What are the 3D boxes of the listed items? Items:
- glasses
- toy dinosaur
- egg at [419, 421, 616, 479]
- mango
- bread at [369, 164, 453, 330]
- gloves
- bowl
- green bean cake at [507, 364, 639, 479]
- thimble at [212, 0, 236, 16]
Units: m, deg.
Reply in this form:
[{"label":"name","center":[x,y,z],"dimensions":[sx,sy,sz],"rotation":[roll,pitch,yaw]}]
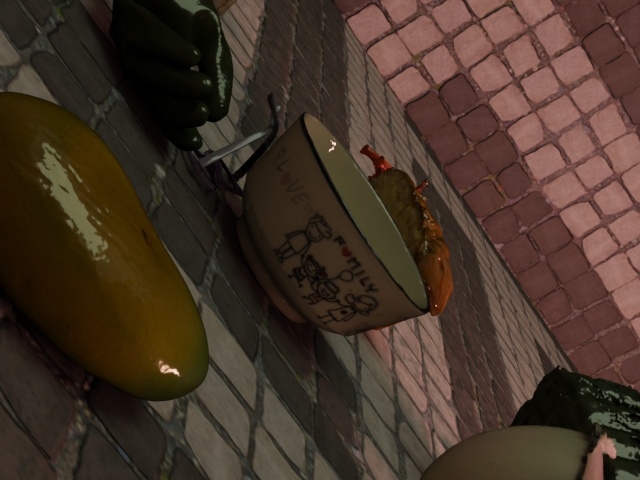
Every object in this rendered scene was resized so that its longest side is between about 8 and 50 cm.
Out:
[{"label":"glasses","center":[-0.071,-0.096,1.471],"dimensions":[0.062,0.104,0.140],"rotation":[58,8,9]},{"label":"toy dinosaur","center":[0.071,-0.077,1.936],"dimensions":[0.101,0.055,0.279],"rotation":[51,-9,-22]},{"label":"egg","center":[0.167,0.303,1.306],"dimensions":[0.264,0.174,0.286],"rotation":[-22,113,-69]},{"label":"mango","center":[-0.149,0.011,0.915],"dimensions":[0.237,0.091,0.137],"rotation":[56,18,-10]},{"label":"bread","center":[0.083,0.023,1.760],"dimensions":[0.229,0.143,0.139],"rotation":[-97,164,-56]},{"label":"gloves","center":[-0.147,-0.204,1.417],"dimensions":[0.135,0.107,0.268],"rotation":[18,49,-40]},{"label":"bowl","center":[0.000,0.000,1.462],"dimensions":[0.238,0.126,0.238],"rotation":[54,13,-18]},{"label":"green bean cake","center":[0.274,0.299,1.540],"dimensions":[0.132,0.241,0.255],"rotation":[17,33,-23]},{"label":"thimble","center":[-0.172,-0.339,1.596],"dimensions":[0.190,0.137,0.143],"rotation":[51,8,20]}]
